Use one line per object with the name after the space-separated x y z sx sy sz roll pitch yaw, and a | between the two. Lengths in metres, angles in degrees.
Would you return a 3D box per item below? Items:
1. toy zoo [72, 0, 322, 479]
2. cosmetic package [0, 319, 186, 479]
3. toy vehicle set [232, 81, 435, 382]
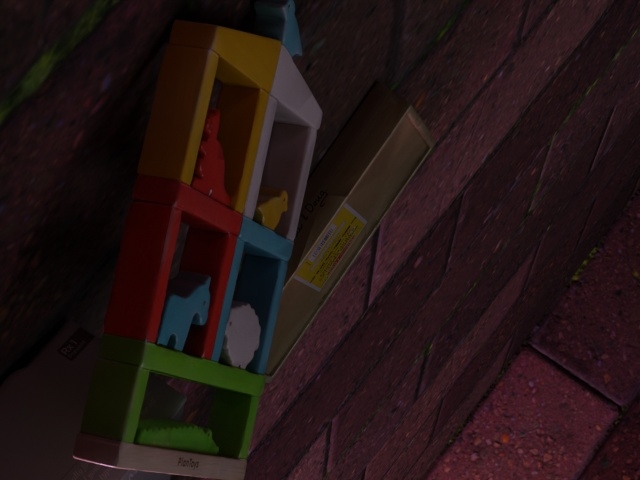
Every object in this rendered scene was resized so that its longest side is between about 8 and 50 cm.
-0.061 -0.006 0.976 0.192 0.030 0.293 28 73 -69 | toy zoo
-0.170 0.175 1.082 0.127 0.107 0.238 -51 169 -32 | cosmetic package
0.000 0.000 1.394 0.267 0.035 0.166 -55 167 -1 | toy vehicle set
